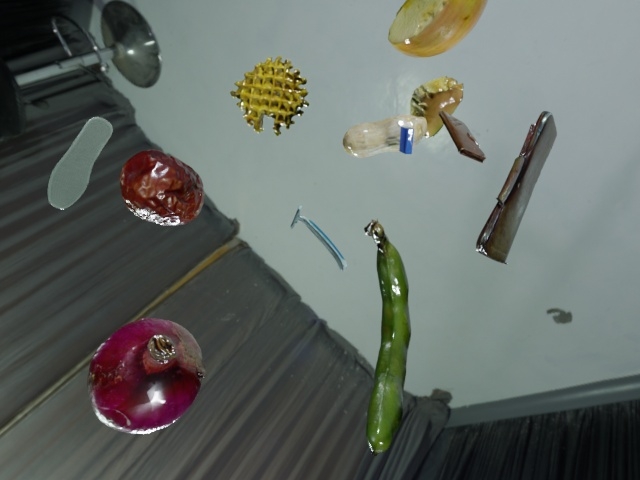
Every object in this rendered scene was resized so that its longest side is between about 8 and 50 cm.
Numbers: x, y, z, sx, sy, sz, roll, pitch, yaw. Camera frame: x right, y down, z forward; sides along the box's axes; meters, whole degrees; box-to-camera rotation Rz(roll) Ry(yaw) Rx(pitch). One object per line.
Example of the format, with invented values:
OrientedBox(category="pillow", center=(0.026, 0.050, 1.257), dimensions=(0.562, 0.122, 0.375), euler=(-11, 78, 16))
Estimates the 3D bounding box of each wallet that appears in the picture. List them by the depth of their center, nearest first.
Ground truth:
OrientedBox(category="wallet", center=(0.340, -0.088, 0.748), dimensions=(0.031, 0.137, 0.255), euler=(24, 94, 37))
OrientedBox(category="wallet", center=(0.376, -0.277, 1.159), dimensions=(0.095, 0.176, 0.026), euler=(17, 131, -25))

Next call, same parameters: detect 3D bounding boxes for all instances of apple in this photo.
OrientedBox(category="apple", center=(0.387, -0.755, 1.474), dimensions=(0.252, 0.314, 0.309), euler=(42, 118, 12))

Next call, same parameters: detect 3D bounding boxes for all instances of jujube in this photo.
OrientedBox(category="jujube", center=(-0.449, -0.141, 1.240), dimensions=(0.212, 0.213, 0.232), euler=(19, 169, 24))

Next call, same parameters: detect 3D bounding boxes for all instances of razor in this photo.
OrientedBox(category="razor", center=(0.003, -0.001, 1.047), dimensions=(0.191, 0.037, 0.068), euler=(45, 135, 22))

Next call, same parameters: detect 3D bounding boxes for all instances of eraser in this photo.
OrientedBox(category="eraser", center=(0.288, -0.336, 1.465), dimensions=(0.027, 0.063, 0.085), euler=(-4, 113, -12))

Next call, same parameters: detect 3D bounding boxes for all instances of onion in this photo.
OrientedBox(category="onion", center=(-0.503, 0.377, 1.301), dimensions=(0.347, 0.348, 0.385), euler=(42, 136, 2))

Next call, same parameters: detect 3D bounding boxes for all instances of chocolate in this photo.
OrientedBox(category="chocolate", center=(0.231, -0.373, 1.582), dimensions=(0.309, 0.134, 0.134), euler=(-11, 118, 16))

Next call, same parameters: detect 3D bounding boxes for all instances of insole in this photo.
OrientedBox(category="insole", center=(-0.348, -0.110, 0.632), dimensions=(0.002, 0.053, 0.153), euler=(42, 99, 39))

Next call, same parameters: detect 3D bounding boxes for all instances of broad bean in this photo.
OrientedBox(category="broad bean", center=(0.089, 0.126, 0.593), dimensions=(0.049, 0.292, 0.144), euler=(-7, 158, 25))

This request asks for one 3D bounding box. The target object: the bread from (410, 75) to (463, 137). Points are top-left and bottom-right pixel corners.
OrientedBox(category="bread", center=(0.453, -0.569, 1.795), dimensions=(0.133, 0.174, 0.252), euler=(17, 122, -34))

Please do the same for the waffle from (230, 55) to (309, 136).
OrientedBox(category="waffle", center=(-0.151, -0.445, 1.343), dimensions=(0.231, 0.051, 0.229), euler=(-38, 80, 17))
